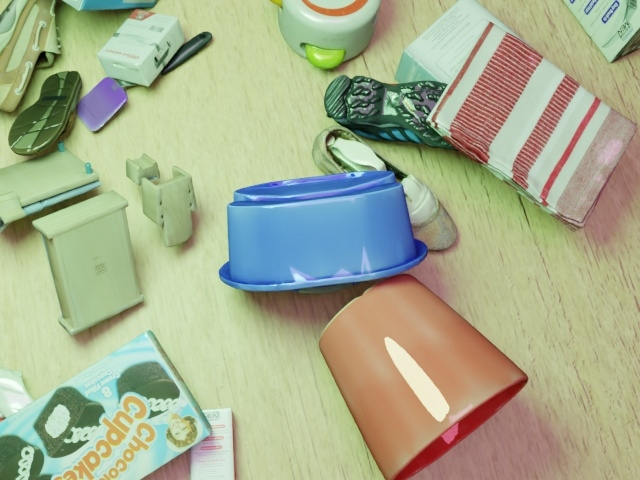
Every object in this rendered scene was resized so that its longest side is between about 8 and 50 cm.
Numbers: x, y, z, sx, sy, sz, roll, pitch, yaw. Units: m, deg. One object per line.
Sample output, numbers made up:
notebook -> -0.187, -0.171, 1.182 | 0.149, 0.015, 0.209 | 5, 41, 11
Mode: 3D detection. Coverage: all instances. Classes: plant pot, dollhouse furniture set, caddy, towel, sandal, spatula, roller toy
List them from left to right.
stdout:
sandal -> -0.478, -0.221, 1.343 | 0.090, 0.060, 0.219 | 0, 47, 6
dollhouse furniture set -> -0.414, -0.035, 1.300 | 0.286, 0.198, 0.303 | -27, 43, -35
spatula -> -0.324, -0.310, 1.411 | 0.296, 0.030, 0.084 | -37, 62, -17
caddy -> 0.000, 0.000, 1.221 | 0.341, 0.241, 0.179 | -7, 105, 1
roller toy -> 0.015, -0.451, 1.428 | 0.191, 0.146, 0.209 | -36, 78, -15
plant pot -> 0.141, 0.204, 1.181 | 0.275, 0.275, 0.243 | -33, 66, -14
towel -> 0.370, -0.199, 1.298 | 0.329, 0.037, 0.237 | 34, 75, -6

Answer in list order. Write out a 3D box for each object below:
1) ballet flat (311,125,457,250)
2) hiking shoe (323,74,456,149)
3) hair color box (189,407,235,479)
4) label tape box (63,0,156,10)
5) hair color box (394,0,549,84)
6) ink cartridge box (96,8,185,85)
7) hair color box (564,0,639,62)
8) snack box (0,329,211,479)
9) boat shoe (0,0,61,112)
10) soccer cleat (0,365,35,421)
ballet flat -> 0.115, -0.096, 1.343 | 0.316, 0.106, 0.107 | 34, 70, 6
hiking shoe -> 0.159, -0.228, 1.360 | 0.304, 0.132, 0.113 | 16, 87, 6
hair color box -> -0.173, 0.343, 1.208 | 0.072, 0.043, 0.141 | -2, 73, -5
label tape box -> -0.482, -0.551, 1.362 | 0.347, 0.249, 0.115 | 35, 115, 5
hair color box -> 0.342, -0.265, 1.416 | 0.374, 0.113, 0.185 | 43, 75, 9
ink cartridge box -> -0.328, -0.355, 1.388 | 0.099, 0.056, 0.135 | 17, 59, 20
hair color box -> 0.553, -0.546, 1.489 | 0.110, 0.185, 0.339 | -26, 77, -14
snack box -> -0.351, 0.300, 1.152 | 0.322, 0.060, 0.187 | -32, 91, -5
boat shoe -> -0.538, -0.365, 1.380 | 0.116, 0.123, 0.324 | 36, 59, -28
soccer cleat -> -0.522, 0.224, 1.207 | 0.196, 0.068, 0.076 | 41, 68, 1
